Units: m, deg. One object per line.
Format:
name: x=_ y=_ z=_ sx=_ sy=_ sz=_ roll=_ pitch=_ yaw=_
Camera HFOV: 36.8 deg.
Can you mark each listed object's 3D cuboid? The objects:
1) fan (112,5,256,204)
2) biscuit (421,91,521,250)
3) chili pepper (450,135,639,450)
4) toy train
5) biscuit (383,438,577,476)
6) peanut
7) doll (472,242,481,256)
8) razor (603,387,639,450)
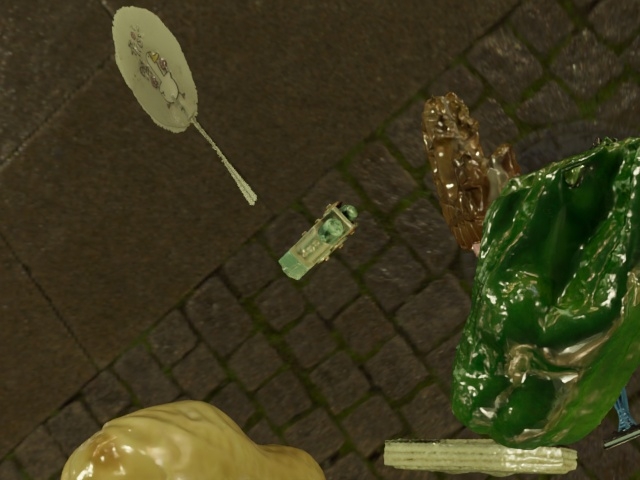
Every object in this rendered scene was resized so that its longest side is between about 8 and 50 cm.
fan: x=-0.236 y=-0.226 z=1.638 sx=0.012 sy=0.233 sz=0.414 roll=-33 pitch=79 yaw=-31
biscuit: x=0.295 y=-0.117 z=1.875 sx=0.115 sy=0.366 sz=0.268 roll=-14 pitch=123 yaw=-3
chili pepper: x=0.262 y=0.055 z=1.012 sx=0.213 sy=0.167 sz=0.384 roll=19 pitch=108 yaw=2
toy train: x=0.000 y=0.000 z=1.975 sx=0.081 sy=0.125 sz=0.194 roll=45 pitch=133 yaw=1
biscuit: x=0.235 y=0.319 z=1.409 sx=0.252 sy=0.150 sz=0.052 roll=-6 pitch=74 yaw=27
peanut: x=-0.101 y=0.224 z=0.892 sx=0.148 sy=0.319 sz=0.147 roll=-14 pitch=65 yaw=34
doll: x=0.360 y=0.012 z=1.603 sx=0.211 sy=0.093 sz=0.261 roll=-21 pitch=123 yaw=-1
razor: x=0.509 y=0.274 z=1.649 sx=0.082 sy=0.253 sz=0.042 roll=-31 pitch=108 yaw=19
